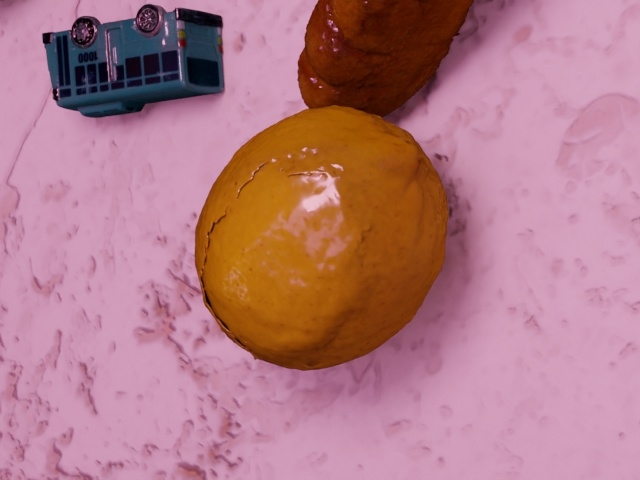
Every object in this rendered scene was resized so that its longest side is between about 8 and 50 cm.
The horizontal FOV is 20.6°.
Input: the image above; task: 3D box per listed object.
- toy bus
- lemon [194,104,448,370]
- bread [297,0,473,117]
[{"bbox_3d":[-0.175,-0.165,1.638,0.160,0.079,0.092,-5,88,29],"label":"toy bus"},{"bbox_3d":[0.000,0.000,1.461,0.204,0.204,0.260,55,128,19],"label":"lemon"},{"bbox_3d":[0.065,-0.214,1.404,0.084,0.124,0.344,65,153,25],"label":"bread"}]
